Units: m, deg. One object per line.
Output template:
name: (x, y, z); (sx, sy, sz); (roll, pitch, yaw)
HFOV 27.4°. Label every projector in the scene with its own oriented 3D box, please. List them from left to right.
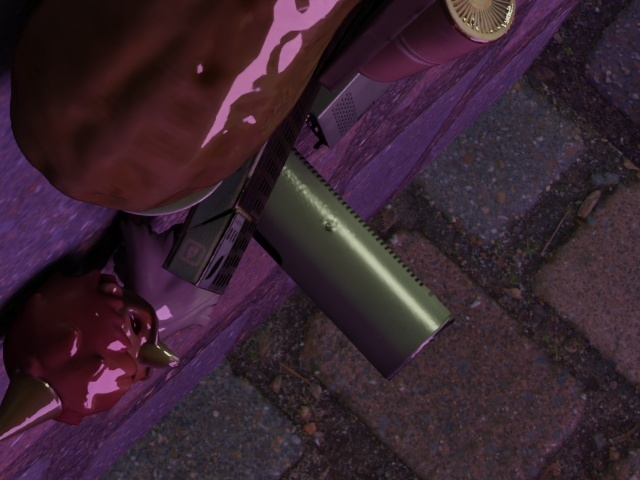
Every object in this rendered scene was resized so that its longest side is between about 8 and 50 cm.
projector: (0.000, 0.000, 1.469); (0.108, 0.337, 0.108); (-43, 174, -5)

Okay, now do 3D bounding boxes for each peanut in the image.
peanut: (-0.046, -0.178, 0.835); (0.387, 0.169, 0.192); (-48, 179, 11)

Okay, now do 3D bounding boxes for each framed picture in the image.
framed picture: (0.140, -0.319, 1.151); (0.326, 0.028, 0.446); (-59, -171, -16)

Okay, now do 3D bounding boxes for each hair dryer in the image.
hair dryer: (0.159, -0.332, 1.458); (0.189, 0.107, 0.344); (-15, -138, 55)

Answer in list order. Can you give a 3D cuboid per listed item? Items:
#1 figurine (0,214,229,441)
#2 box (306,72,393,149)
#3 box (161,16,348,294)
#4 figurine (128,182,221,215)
figurine: (-0.222, 0.097, 1.385); (0.387, 0.166, 0.207); (-44, 157, -52)
box: (0.050, -0.217, 1.761); (0.211, 0.045, 0.270); (-47, 174, 1)
box: (-0.059, -0.102, 1.332); (0.180, 0.047, 0.325); (59, 55, -84)
figurine: (-0.133, -0.107, 1.014); (0.132, 0.132, 0.153); (-45, 159, -19)
